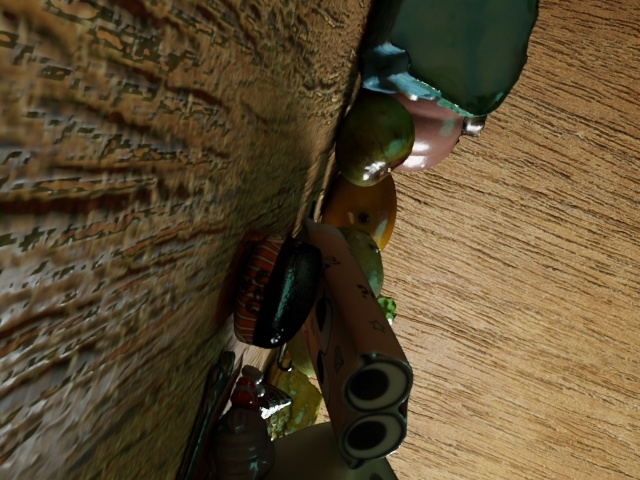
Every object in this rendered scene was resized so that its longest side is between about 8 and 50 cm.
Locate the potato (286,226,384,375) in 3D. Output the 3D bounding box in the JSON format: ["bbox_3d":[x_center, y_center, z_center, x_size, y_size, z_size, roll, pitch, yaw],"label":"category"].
[{"bbox_3d":[0.020,0.101,1.093,0.169,0.143,0.248,150,-45,-81],"label":"potato"}]

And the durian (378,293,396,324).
[{"bbox_3d":[0.042,0.211,1.555,0.339,0.204,0.256,-160,-100,-74],"label":"durian"}]

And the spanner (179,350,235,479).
[{"bbox_3d":[-0.128,0.226,0.626,0.054,0.015,0.255,48,60,-83],"label":"spanner"}]

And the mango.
[{"bbox_3d":[0.079,-0.070,1.287,0.254,0.139,0.175,-78,-170,-48],"label":"mango"}]

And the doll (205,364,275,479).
[{"bbox_3d":[-0.089,0.223,0.773,0.180,0.079,0.094,-88,177,-56],"label":"doll"}]

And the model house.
[{"bbox_3d":[0.172,-0.331,1.064,0.241,0.226,0.261,9,-103,64],"label":"model house"}]

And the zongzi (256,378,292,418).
[{"bbox_3d":[-0.090,0.256,1.039,0.083,0.067,0.073,-50,173,-28],"label":"zongzi"}]

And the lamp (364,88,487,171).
[{"bbox_3d":[0.206,-0.279,1.281,0.305,0.239,0.305,12,90,-89],"label":"lamp"}]

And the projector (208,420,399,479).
[{"bbox_3d":[-0.023,0.394,0.753,0.248,0.248,0.249,62,16,-10],"label":"projector"}]

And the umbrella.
[{"bbox_3d":[-0.044,0.069,1.022,0.044,0.044,0.269,4,95,-60],"label":"umbrella"}]

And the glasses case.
[{"bbox_3d":[-0.038,0.047,0.671,0.266,0.067,0.103,44,62,-85],"label":"glasses case"}]

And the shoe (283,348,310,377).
[{"bbox_3d":[-0.056,0.287,1.509,0.109,0.069,0.072,96,17,-46],"label":"shoe"}]

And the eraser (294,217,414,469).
[{"bbox_3d":[0.026,0.111,0.815,0.290,0.087,0.171,-113,-157,-58],"label":"eraser"}]

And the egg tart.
[{"bbox_3d":[-0.068,0.351,1.239,0.294,0.123,0.294,19,90,-88],"label":"egg tart"}]

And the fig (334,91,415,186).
[{"bbox_3d":[0.087,-0.160,1.066,0.153,0.120,0.136,-60,175,-23],"label":"fig"}]
